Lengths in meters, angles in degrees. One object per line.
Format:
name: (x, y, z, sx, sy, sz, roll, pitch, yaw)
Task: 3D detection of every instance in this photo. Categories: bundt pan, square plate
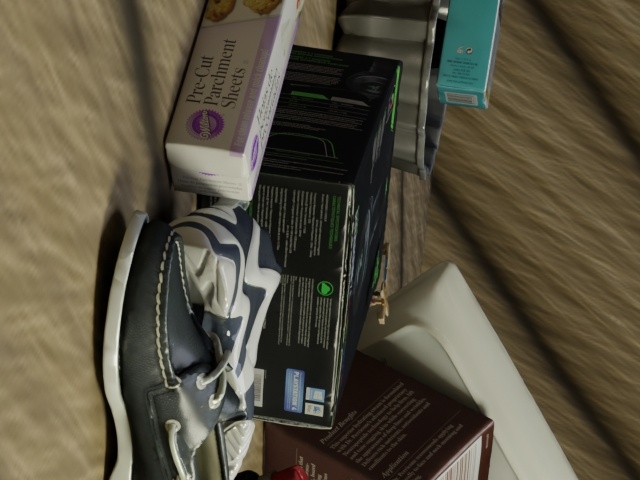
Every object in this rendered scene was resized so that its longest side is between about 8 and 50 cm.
bundt pan: (0.091, -0.243, 2.301, 0.331, 0.124, 0.331, 8, 90, -81)
square plate: (0.138, 0.226, 2.243, 0.049, 0.344, 0.347, -28, 177, -33)

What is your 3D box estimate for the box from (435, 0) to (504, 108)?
box: (0.185, -0.286, 2.259, 0.100, 0.060, 0.244, 53, 45, -80)

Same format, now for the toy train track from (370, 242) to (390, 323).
toy train track: (0.056, 0.040, 1.787, 0.048, 0.014, 0.083, 76, 17, -56)

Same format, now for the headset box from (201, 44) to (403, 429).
headset box: (-0.017, -0.015, 1.715, 0.283, 0.131, 0.246, -69, 166, -60)

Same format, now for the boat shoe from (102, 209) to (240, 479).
boat shoe: (-0.102, 0.112, 1.371, 0.114, 0.091, 0.303, -73, 168, -49)

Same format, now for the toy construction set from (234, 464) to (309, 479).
toy construction set: (-0.010, 0.340, 1.614, 0.237, 0.308, 0.258, -32, 122, -74)

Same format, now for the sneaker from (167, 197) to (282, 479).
sneaker: (-0.078, 0.071, 1.493, 0.153, 0.094, 0.235, -53, 141, -57)

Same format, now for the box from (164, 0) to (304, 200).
box: (-0.053, -0.180, 1.523, 0.063, 0.067, 0.324, 85, 16, -55)

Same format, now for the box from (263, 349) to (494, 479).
box: (0.063, 0.261, 2.144, 0.168, 0.203, 0.167, -38, 142, -39)
